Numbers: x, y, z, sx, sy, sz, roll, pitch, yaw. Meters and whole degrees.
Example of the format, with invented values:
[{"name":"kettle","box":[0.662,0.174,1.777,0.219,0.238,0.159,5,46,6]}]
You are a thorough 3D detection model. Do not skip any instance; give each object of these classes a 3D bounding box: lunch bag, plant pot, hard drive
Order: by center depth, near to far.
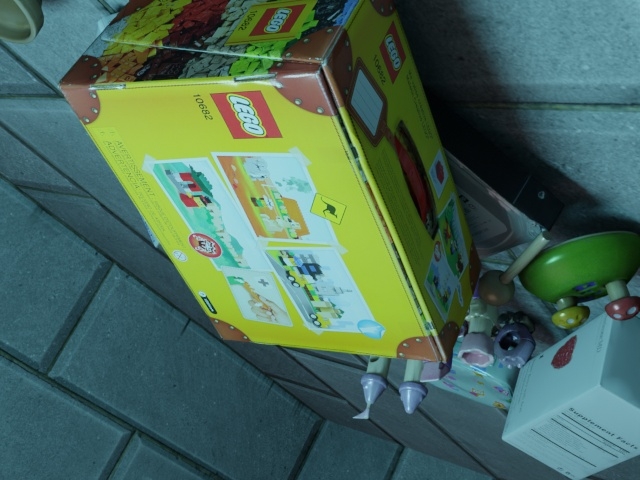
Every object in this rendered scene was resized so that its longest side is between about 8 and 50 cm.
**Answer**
[{"name":"hard drive","box":[0.149,-0.105,1.303,0.339,0.064,0.237,39,158,-9]},{"name":"plant pot","box":[-0.511,-0.417,1.384,0.237,0.109,0.237,25,162,9]},{"name":"lunch bag","box":[0.329,0.270,2.037,0.279,0.107,0.224,17,156,26]}]

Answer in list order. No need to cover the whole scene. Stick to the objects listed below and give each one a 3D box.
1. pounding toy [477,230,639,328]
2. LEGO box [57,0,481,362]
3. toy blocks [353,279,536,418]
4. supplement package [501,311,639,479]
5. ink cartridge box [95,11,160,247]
[{"name":"pounding toy","box":[0.362,0.071,1.292,0.237,0.110,0.183,1,155,-29]},{"name":"LEGO box","box":[-0.040,-0.076,1.195,0.373,0.193,0.500,2,138,29]},{"name":"toy blocks","box":[0.212,0.215,1.720,0.289,0.260,0.309,-13,140,35]},{"name":"supplement package","box":[0.488,0.278,1.620,0.175,0.177,0.293,31,143,-6]},{"name":"ink cartridge box","box":[-0.295,-0.172,1.536,0.324,0.071,0.330,66,161,3]}]
